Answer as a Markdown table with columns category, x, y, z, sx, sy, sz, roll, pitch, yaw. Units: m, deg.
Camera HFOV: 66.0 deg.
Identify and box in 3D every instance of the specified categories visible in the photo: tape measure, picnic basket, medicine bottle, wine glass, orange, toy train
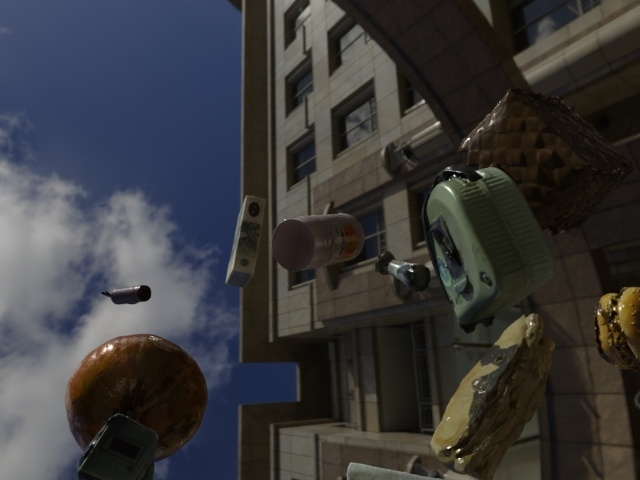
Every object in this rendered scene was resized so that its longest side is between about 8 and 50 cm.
| category | x | y | z | sx | sy | sz | roll | pitch | yaw |
| --- | --- | --- | --- | --- | --- | --- | --- | --- | --- |
| tape measure | 0.216 | 0.012 | 0.719 | 0.115 | 0.235 | 0.207 | -20 | -111 | -7 |
| picnic basket | 0.441 | -0.129 | 1.069 | 0.254 | 0.321 | 0.291 | -4 | -128 | -38 |
| medicine bottle | 0.000 | 0.000 | 1.230 | 0.249 | 0.133 | 0.134 | -6 | -101 | -57 |
| wine glass | 0.210 | 0.078 | 1.275 | 0.072 | 0.155 | 0.072 | -7 | -74 | -27 |
| orange | -0.321 | 0.282 | 0.869 | 0.239 | 0.171 | 0.240 | 0 | -88 | -17 |
| toy train | -0.307 | 0.397 | 0.747 | 0.089 | 0.410 | 0.086 | 24 | -137 | 0 |

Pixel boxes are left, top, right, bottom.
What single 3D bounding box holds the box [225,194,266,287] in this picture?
| category | x | y | z | sx | sy | sz | roll | pitch | yaw |
| --- | --- | --- | --- | --- | --- | --- | --- | --- | --- |
| box | -0.242 | 0.005 | 1.587 | 0.069 | 0.164 | 0.257 | 13 | -115 | -14 |

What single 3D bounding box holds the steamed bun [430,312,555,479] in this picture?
| category | x | y | z | sx | sy | sz | roll | pitch | yaw |
| --- | --- | --- | --- | --- | --- | --- | --- | --- | --- |
| steamed bun | 0.407 | 0.392 | 1.146 | 0.189 | 0.247 | 0.428 | 47 | -123 | -2 |

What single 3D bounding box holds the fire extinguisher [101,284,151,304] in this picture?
| category | x | y | z | sx | sy | sz | roll | pitch | yaw |
| --- | --- | --- | --- | --- | --- | --- | --- | --- | --- |
| fire extinguisher | -0.502 | 0.149 | 1.296 | 0.078 | 0.157 | 0.045 | 45 | -133 | -39 |

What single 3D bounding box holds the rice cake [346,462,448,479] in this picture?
| category | x | y | z | sx | sy | sz | roll | pitch | yaw |
| --- | --- | --- | --- | --- | --- | --- | --- | --- | --- |
| rice cake | 0.126 | 0.296 | 0.488 | 0.038 | 0.210 | 0.124 | 74 | -161 | -47 |

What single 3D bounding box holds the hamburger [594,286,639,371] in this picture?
| category | x | y | z | sx | sy | sz | roll | pitch | yaw |
| --- | --- | --- | --- | --- | --- | --- | --- | --- | --- |
| hamburger | 0.701 | 0.191 | 1.084 | 0.190 | 0.118 | 0.182 | -17 | -90 | -38 |
